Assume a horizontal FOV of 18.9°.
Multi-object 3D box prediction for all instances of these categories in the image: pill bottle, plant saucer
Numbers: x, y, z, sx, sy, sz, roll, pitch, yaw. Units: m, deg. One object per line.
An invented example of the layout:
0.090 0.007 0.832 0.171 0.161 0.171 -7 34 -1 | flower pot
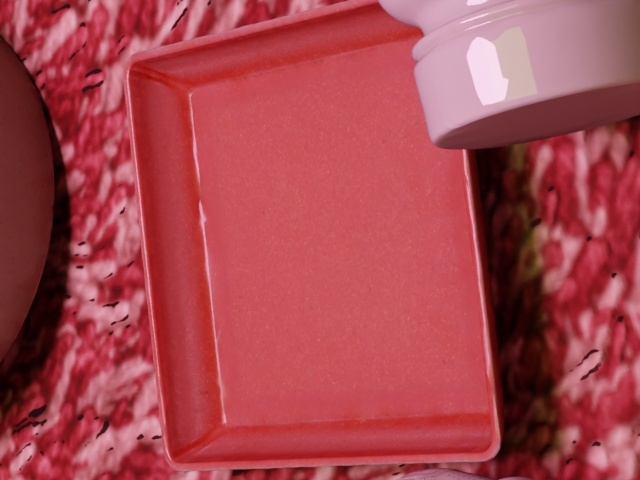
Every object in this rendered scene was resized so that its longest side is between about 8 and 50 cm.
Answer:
0.090 -0.197 0.940 0.160 0.160 0.283 -18 81 41 | pill bottle
0.000 0.000 1.112 0.259 0.048 0.258 -8 87 41 | plant saucer

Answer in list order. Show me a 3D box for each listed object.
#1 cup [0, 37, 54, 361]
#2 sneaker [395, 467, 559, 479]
-0.377 -0.032 1.268 0.331 0.237 0.331 -7 76 30 | cup
0.066 0.233 1.043 0.111 0.103 0.252 22 101 43 | sneaker
